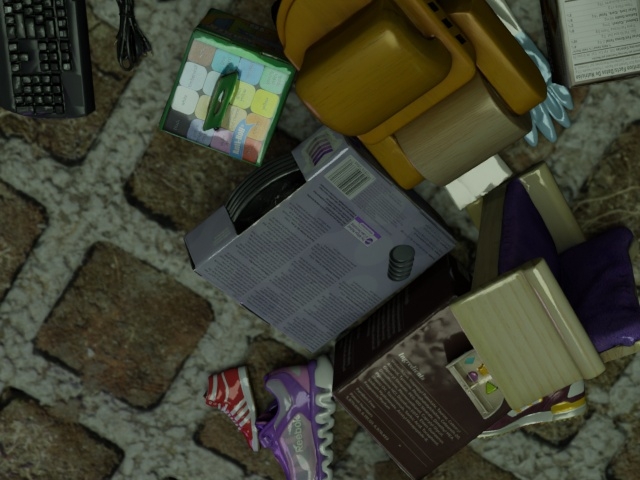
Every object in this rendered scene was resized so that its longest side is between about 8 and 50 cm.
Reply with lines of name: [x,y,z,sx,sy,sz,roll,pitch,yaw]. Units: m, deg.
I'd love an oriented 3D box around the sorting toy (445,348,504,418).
sorting toy: [0.199,0.155,1.797,0.075,0.045,0.083,-35,104,4]

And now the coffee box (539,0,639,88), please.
coffee box: [0.305,-0.307,1.747,0.098,0.141,0.246,-10,100,2]

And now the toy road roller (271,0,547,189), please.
toy road roller: [0.090,-0.184,1.695,0.202,0.240,0.329,-33,112,25]

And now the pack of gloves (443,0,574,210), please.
pack of gloves: [0.186,-0.187,1.870,0.195,0.046,0.232,-35,93,12]

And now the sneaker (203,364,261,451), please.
sneaker: [-0.117,0.228,2.010,0.067,0.042,0.118,-11,100,2]

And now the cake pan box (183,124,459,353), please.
cake pan box: [0.000,0.000,1.853,0.246,0.070,0.267,-40,135,13]

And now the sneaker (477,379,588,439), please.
sneaker: [0.253,0.203,1.977,0.185,0.069,0.084,-14,98,1]

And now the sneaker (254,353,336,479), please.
sneaker: [-0.035,0.265,1.987,0.105,0.095,0.236,-1,103,-8]

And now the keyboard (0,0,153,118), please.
keyboard: [-0.314,-0.306,1.853,0.202,0.033,0.317,-3,109,3]

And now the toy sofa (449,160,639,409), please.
toy sofa: [0.268,0.032,1.762,0.177,0.362,0.150,-27,104,17]

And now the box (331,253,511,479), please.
box: [0.142,0.159,1.909,0.203,0.168,0.167,-39,102,14]

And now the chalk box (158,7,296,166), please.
chalk box: [-0.103,-0.179,1.787,0.132,0.213,0.132,21,108,-4]
